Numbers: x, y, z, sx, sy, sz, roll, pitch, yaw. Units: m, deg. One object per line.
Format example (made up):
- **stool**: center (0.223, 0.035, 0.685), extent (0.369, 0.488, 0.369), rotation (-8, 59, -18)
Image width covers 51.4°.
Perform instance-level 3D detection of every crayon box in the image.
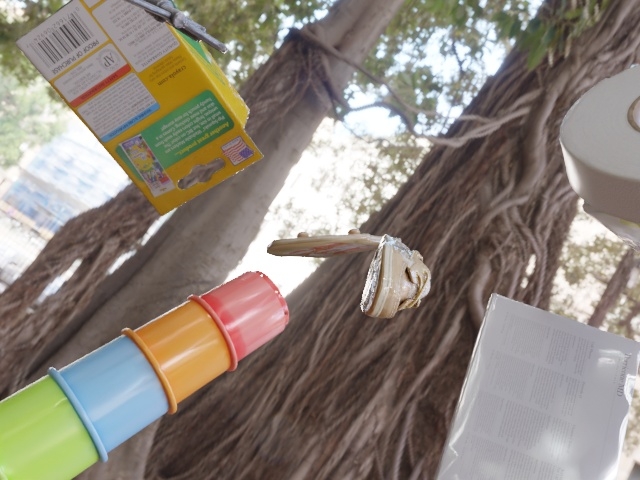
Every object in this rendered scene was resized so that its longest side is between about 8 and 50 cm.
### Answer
- **crayon box**: center (-0.252, -0.218, 0.984), extent (0.323, 0.203, 0.083), rotation (55, 18, -25)

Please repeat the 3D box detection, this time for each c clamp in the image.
- **c clamp**: center (-0.140, -0.193, 0.527), extent (0.160, 0.022, 0.137), rotation (38, 14, 37)

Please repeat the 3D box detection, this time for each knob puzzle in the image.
- **knob puzzle**: center (0.000, 0.000, 1.035), extent (0.213, 0.030, 0.213), rotation (-4, -8, -1)

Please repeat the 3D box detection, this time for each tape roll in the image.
- **tape roll**: center (0.523, -0.153, 0.881), extent (0.392, 0.392, 0.072), rotation (18, -40, 48)

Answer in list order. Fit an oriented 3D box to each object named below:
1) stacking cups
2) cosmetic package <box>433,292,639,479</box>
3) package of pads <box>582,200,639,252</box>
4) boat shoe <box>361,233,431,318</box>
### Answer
- **stacking cups**: center (-0.162, 0.117, 0.517), extent (0.096, 0.316, 0.096), rotation (40, -32, 32)
- **cosmetic package**: center (0.393, 0.319, 1.205), extent (0.284, 0.377, 0.097), rotation (18, -23, 13)
- **package of pads**: center (0.619, -0.042, 1.144), extent (0.296, 0.101, 0.229), rotation (25, -12, -37)
- **boat shoe**: center (0.078, 0.035, 0.639), extent (0.059, 0.063, 0.170), rotation (21, 17, 3)
